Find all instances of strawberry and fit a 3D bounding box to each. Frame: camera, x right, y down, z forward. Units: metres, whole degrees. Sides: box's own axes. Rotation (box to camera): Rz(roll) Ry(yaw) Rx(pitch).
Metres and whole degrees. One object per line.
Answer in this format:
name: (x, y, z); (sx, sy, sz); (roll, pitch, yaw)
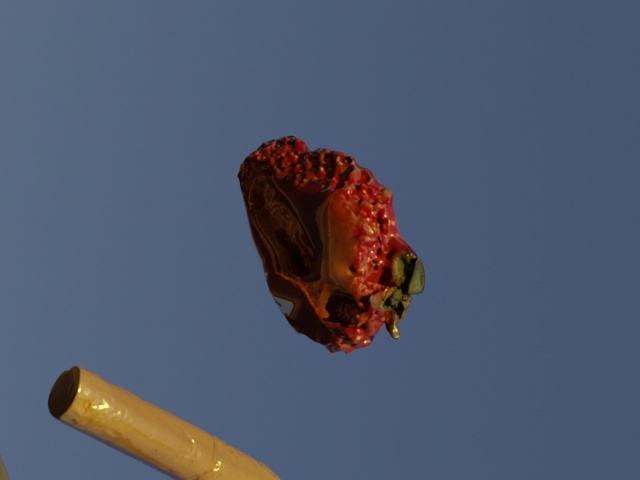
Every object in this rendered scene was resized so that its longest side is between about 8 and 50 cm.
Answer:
strawberry: (-0.002, 0.001, 0.941); (0.152, 0.048, 0.104); (44, -59, 27)

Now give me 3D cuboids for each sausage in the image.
sausage: (-0.148, 0.212, 1.656); (0.066, 0.301, 0.066); (-28, -134, 34)

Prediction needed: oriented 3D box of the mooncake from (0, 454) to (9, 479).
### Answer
mooncake: (-0.223, 0.138, 0.517); (0.275, 0.275, 0.135); (-48, -150, 24)
